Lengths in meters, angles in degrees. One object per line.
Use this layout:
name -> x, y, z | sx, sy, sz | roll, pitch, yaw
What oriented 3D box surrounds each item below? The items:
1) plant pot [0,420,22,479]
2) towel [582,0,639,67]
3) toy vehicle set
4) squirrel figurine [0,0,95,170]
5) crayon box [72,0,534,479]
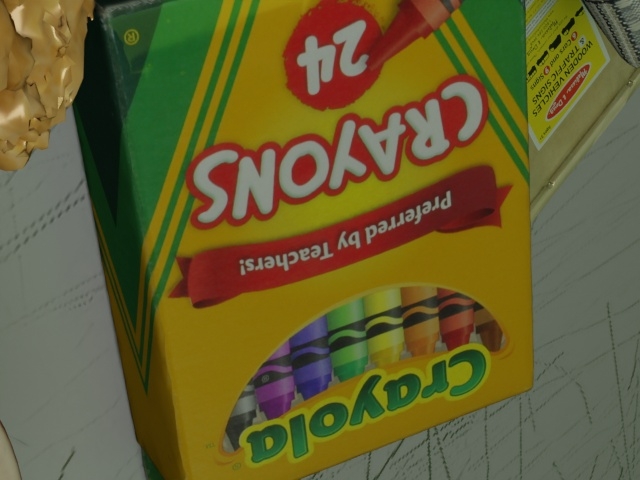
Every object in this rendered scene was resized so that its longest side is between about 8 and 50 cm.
plant pot -> -0.232, 0.068, 0.462 | 0.275, 0.243, 0.275 | -22, 123, -38
towel -> 0.128, -0.301, 0.727 | 0.312, 0.056, 0.324 | 47, 53, -44
toy vehicle set -> 0.121, -0.113, 0.879 | 0.267, 0.035, 0.166 | -50, 136, -16
squirrel figurine -> -0.150, -0.182, 0.285 | 0.370, 0.281, 0.397 | -7, 128, 4
crayon box -> 0.000, 0.000, 0.746 | 0.202, 0.081, 0.318 | -19, 123, -20
